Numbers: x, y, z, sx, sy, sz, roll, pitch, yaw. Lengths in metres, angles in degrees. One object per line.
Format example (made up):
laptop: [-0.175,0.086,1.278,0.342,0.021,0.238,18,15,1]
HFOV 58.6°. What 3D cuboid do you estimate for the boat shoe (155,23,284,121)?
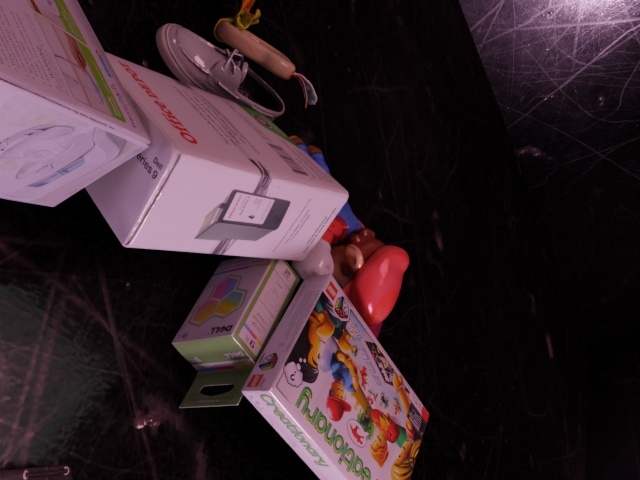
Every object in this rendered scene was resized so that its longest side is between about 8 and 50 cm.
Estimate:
boat shoe: [-0.139,-0.251,0.855,0.227,0.081,0.079,34,52,-46]

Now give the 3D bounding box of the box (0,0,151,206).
box: [-0.286,-0.177,0.440,0.262,0.127,0.231,61,10,8]

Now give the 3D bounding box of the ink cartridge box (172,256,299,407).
ink cartridge box: [-0.118,0.109,0.739,0.062,0.109,0.209,55,39,-29]

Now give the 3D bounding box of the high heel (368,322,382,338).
high heel: [0.070,0.222,0.952,0.181,0.127,0.377,22,58,-39]

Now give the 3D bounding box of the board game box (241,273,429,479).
board game box: [0.038,0.220,0.767,0.305,0.053,0.193,55,42,-25]

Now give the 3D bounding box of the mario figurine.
mario figurine: [0.000,0.000,0.900,0.198,0.170,0.320,-15,64,-32]

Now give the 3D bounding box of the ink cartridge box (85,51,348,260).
ink cartridge box: [-0.136,-0.090,0.686,0.211,0.121,0.289,47,22,29]

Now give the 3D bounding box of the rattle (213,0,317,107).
rattle: [-0.056,-0.317,0.886,0.142,0.200,0.130,-52,157,1]

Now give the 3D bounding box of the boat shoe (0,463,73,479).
boat shoe: [-0.304,0.204,0.468,0.228,0.080,0.076,28,38,-44]
